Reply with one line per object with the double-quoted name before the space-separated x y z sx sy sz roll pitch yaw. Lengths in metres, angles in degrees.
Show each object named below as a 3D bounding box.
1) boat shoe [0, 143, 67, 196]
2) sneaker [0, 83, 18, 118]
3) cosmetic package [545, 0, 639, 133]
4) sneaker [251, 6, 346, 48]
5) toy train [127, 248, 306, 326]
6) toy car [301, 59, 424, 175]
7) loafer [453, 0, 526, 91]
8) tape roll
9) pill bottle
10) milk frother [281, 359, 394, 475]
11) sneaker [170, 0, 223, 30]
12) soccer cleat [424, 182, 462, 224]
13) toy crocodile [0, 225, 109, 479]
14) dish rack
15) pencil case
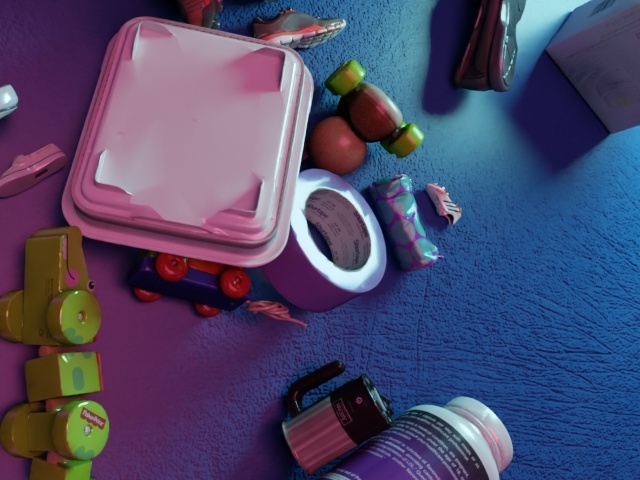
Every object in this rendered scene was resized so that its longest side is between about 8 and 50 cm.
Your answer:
"boat shoe" -0.369 -0.091 0.951 0.100 0.035 0.035 -36 73 -23
"sneaker" -0.460 -0.094 0.880 0.258 0.094 0.091 -36 118 -23
"cosmetic package" 0.580 -0.340 1.379 0.224 0.224 0.138 45 65 -15
"sneaker" -0.033 -0.328 1.148 0.157 0.061 0.065 -19 85 -29
"toy train" -0.126 0.025 1.032 0.248 0.105 0.143 17 60 -27
"toy car" 0.030 -0.148 1.139 0.188 0.149 0.155 -44 101 4
"loafer" 0.295 -0.396 1.314 0.109 0.095 0.303 40 58 -55
"tape roll" 0.000 0.000 1.063 0.189 0.080 0.189 28 47 -35
"pill bottle" 0.120 0.351 1.050 0.323 0.181 0.182 -28 96 -33
"milk frother" 0.032 0.256 1.080 0.134 0.129 0.143 -31 133 6
"sneaker" -0.227 -0.408 1.036 0.135 0.097 0.276 -24 99 -19
"soccer cleat" 0.199 -0.060 1.248 0.083 0.029 0.036 43 61 -21
"toy crocodile" -0.306 0.152 0.903 0.105 0.115 0.341 7 77 -61
"dish rack" -0.158 -0.145 0.969 0.285 0.072 0.333 11 65 -6
"pencil case" 0.132 -0.029 1.187 0.070 0.064 0.152 -22 94 -12
